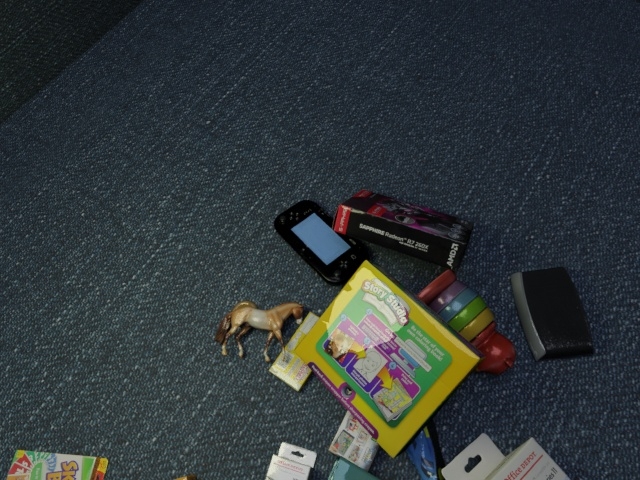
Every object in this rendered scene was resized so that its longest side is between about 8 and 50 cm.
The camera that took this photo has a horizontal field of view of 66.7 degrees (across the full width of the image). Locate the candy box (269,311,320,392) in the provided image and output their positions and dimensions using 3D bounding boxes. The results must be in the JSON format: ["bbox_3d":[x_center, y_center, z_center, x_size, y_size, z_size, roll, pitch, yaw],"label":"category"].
[{"bbox_3d":[-0.044,0.312,1.376,0.105,0.027,0.206,30,69,20],"label":"candy box"}]

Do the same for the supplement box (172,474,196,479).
[{"bbox_3d":[-0.426,0.658,1.209,0.233,0.080,0.078,-17,63,-4],"label":"supplement box"}]

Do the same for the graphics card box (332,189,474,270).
[{"bbox_3d":[0.248,-0.041,1.425,0.370,0.094,0.232,20,22,17],"label":"graphics card box"}]

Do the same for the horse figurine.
[{"bbox_3d":[-0.183,0.252,1.395,0.263,0.066,0.175,3,70,11],"label":"horse figurine"}]

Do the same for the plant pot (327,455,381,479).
[{"bbox_3d":[0.113,0.632,1.114,0.234,0.166,0.166,24,67,9],"label":"plant pot"}]

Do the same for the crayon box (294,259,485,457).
[{"bbox_3d":[0.161,0.282,1.215,0.363,0.106,0.313,42,99,27],"label":"crayon box"}]

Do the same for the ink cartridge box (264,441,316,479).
[{"bbox_3d":[-0.084,0.602,1.205,0.104,0.060,0.180,12,64,14],"label":"ink cartridge box"}]

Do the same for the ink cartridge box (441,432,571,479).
[{"bbox_3d":[0.464,0.590,1.064,0.207,0.119,0.353,-18,56,-39],"label":"ink cartridge box"}]

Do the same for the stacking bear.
[{"bbox_3d":[0.392,0.232,1.300,0.164,0.175,0.289,-40,73,-6],"label":"stacking bear"}]

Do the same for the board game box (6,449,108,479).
[{"bbox_3d":[-0.701,0.631,1.285,0.259,0.039,0.124,2,63,5],"label":"board game box"}]

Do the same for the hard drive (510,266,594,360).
[{"bbox_3d":[0.638,0.194,1.339,0.171,0.054,0.255,-7,61,4],"label":"hard drive"}]

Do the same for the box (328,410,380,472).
[{"bbox_3d":[0.117,0.476,1.261,0.114,0.036,0.207,24,67,19],"label":"box"}]

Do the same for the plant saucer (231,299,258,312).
[{"bbox_3d":[-0.229,0.216,1.460,0.083,0.015,0.084,-3,62,6],"label":"plant saucer"}]

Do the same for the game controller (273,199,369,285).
[{"bbox_3d":[0.000,0.000,1.520,0.166,0.067,0.319,-39,65,-14],"label":"game controller"}]

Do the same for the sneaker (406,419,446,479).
[{"bbox_3d":[0.256,0.540,1.201,0.082,0.069,0.210,-22,64,26],"label":"sneaker"}]
